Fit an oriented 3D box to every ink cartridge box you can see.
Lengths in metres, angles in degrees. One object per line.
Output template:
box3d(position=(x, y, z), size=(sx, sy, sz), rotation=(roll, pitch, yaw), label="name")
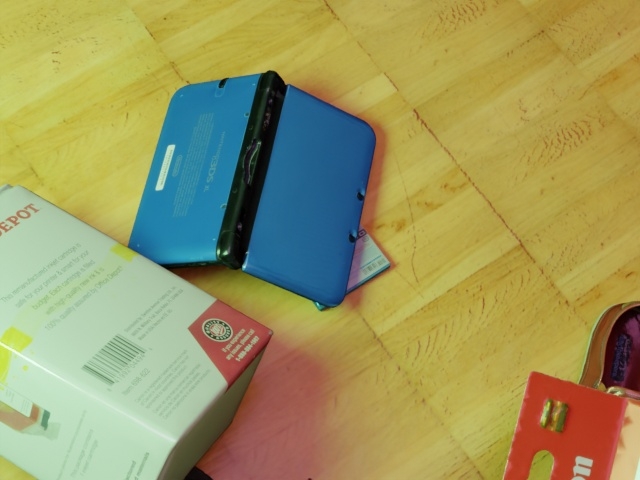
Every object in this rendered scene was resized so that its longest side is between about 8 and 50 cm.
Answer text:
box3d(position=(0.406, 0.350, 1.539), size=(0.385, 0.091, 0.308), rotation=(17, 81, -8), label="ink cartridge box")
box3d(position=(-0.294, 0.127, 1.511), size=(0.385, 0.160, 0.279), rotation=(30, 31, 8), label="ink cartridge box")

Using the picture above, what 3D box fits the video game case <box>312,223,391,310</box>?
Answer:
box3d(position=(0.000, 0.000, 1.744), size=(0.119, 0.015, 0.166), rotation=(-32, 74, -17), label="video game case")

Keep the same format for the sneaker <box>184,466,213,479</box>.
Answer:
box3d(position=(-0.131, 0.336, 1.524), size=(0.286, 0.130, 0.109), rotation=(34, 69, 10), label="sneaker")

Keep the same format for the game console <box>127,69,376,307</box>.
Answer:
box3d(position=(-0.090, -0.063, 1.740), size=(0.250, 0.173, 0.293), rotation=(-5, 58, 30), label="game console")

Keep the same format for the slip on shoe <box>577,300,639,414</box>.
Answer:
box3d(position=(0.381, 0.224, 1.644), size=(0.123, 0.101, 0.331), rotation=(17, 67, -1), label="slip on shoe")

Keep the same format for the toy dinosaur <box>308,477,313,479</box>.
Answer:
box3d(position=(-0.011, 0.356, 1.589), size=(0.082, 0.047, 0.090), rotation=(-42, 40, -8), label="toy dinosaur")
